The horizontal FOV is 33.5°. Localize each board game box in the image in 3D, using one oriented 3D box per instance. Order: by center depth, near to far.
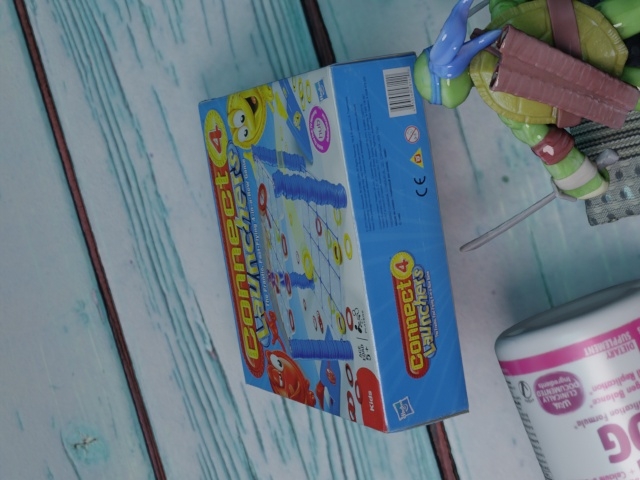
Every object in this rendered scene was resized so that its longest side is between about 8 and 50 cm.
[{"bbox_3d":[0.000,0.000,0.997,0.302,0.086,0.308,1,101,63],"label":"board game box"}]

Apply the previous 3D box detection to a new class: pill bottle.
[{"bbox_3d":[0.271,0.188,0.903,0.160,0.160,0.283,-23,88,33],"label":"pill bottle"}]

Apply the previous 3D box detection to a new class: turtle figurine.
[{"bbox_3d":[0.215,-0.143,0.856,0.266,0.275,0.198,-6,63,12],"label":"turtle figurine"}]

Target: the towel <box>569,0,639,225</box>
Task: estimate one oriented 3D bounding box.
[{"bbox_3d":[0.343,-0.186,0.857,0.324,0.056,0.312,-11,91,35],"label":"towel"}]
